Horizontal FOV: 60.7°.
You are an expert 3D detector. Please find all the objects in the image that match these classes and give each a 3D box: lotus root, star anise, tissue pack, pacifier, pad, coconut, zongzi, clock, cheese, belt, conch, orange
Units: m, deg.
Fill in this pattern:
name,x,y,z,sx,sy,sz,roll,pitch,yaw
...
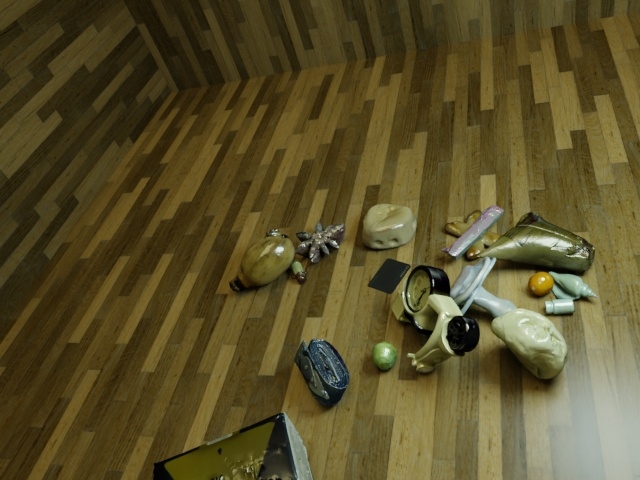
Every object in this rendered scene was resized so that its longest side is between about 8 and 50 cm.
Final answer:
name,x,y,z,sx,sy,sz,roll,pitch,yaw
lotus root,-0.239,0.098,2.211,0.310,0.183,0.183,-44,45,-8
star anise,0.000,0.000,2.264,0.236,0.093,0.229,-19,42,6
tissue pack,-0.226,0.694,1.508,0.417,0.253,0.264,-20,41,-1
pacifier,0.541,0.186,1.783,0.226,0.238,0.287,32,55,9
pad,0.263,0.133,2.081,0.112,0.003,0.157,17,54,35
coconut,0.210,0.373,1.788,0.088,0.088,0.096,-6,51,17
zongzi,0.731,0.051,1.845,0.300,0.145,0.274,-28,41,-25
clock,0.355,0.257,1.740,0.120,0.276,0.379,13,32,-20
cheese,0.267,-0.065,2.206,0.235,0.117,0.218,-26,40,-10
belt,0.007,0.438,1.786,0.122,0.128,0.218,3,33,-31
conch,0.822,0.157,1.788,0.065,0.088,0.180,6,15,-38
orange,0.731,0.145,1.813,0.083,0.083,0.070,-21,57,1

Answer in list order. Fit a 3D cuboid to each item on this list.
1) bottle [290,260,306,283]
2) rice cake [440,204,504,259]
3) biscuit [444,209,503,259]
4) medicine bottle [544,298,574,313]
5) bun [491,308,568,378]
name,x,y,z,sx,sy,sz,roll,pitch,yaw
bottle,-0.087,0.133,2.200,0.063,0.047,0.101,-44,43,16
rice cake,0.564,-0.036,2.028,0.290,0.051,0.081,-40,46,-16
biscuit,0.588,-0.023,2.077,0.164,0.047,0.208,-26,43,0
medicine bottle,0.767,0.212,1.754,0.083,0.047,0.047,-7,43,17
bun,0.620,0.290,1.599,0.145,0.229,0.229,-46,43,5
